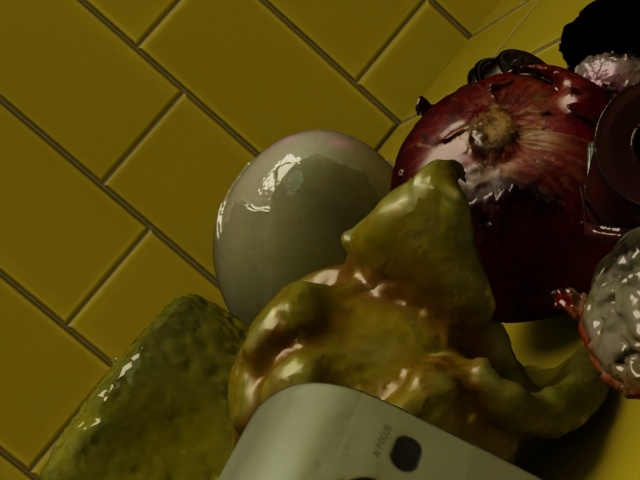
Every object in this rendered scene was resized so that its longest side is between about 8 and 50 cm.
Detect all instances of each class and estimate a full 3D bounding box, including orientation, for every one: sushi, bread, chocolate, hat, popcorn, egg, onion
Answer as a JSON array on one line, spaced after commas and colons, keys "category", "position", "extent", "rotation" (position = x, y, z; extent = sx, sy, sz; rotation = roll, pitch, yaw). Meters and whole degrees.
[{"category": "sushi", "position": [0.283, 0.033, 0.720], "extent": [0.332, 0.124, 0.130], "rotation": [-37, 44, 56]}, {"category": "bread", "position": [-0.143, 0.256, 1.322], "extent": [0.348, 0.307, 0.348], "rotation": [-50, 10, 12]}, {"category": "chocolate", "position": [0.397, -0.235, 1.478], "extent": [0.156, 0.156, 0.133], "rotation": [-50, -23, -6]}, {"category": "hat", "position": [0.341, -0.113, 1.278], "extent": [0.140, 0.129, 0.227], "rotation": [-5, 59, 54]}, {"category": "popcorn", "position": [0.085, 0.135, 0.938], "extent": [0.321, 0.325, 0.290], "rotation": [98, 179, -57]}, {"category": "egg", "position": [0.000, 0.000, 1.437], "extent": [0.336, 0.278, 0.278], "rotation": [98, -160, -47]}, {"category": "onion", "position": [0.207, -0.042, 1.134], "extent": [0.276, 0.276, 0.276], "rotation": [-47, 9, 9]}]

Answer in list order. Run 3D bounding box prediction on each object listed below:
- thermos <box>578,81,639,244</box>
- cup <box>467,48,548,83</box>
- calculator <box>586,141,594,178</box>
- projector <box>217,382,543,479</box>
[{"category": "thermos", "position": [0.254, -0.052, 0.867], "extent": [0.232, 0.098, 0.124], "rotation": [38, -128, -77]}, {"category": "cup", "position": [0.230, -0.106, 1.497], "extent": [0.280, 0.196, 0.196], "rotation": [-54, 5, 33]}, {"category": "calculator", "position": [0.321, -0.065, 0.974], "extent": [0.018, 0.172, 0.057], "rotation": [43, -130, -61]}, {"category": "projector", "position": [0.013, 0.265, 0.585], "extent": [0.249, 0.248, 0.248], "rotation": [-60, -5, -50]}]
